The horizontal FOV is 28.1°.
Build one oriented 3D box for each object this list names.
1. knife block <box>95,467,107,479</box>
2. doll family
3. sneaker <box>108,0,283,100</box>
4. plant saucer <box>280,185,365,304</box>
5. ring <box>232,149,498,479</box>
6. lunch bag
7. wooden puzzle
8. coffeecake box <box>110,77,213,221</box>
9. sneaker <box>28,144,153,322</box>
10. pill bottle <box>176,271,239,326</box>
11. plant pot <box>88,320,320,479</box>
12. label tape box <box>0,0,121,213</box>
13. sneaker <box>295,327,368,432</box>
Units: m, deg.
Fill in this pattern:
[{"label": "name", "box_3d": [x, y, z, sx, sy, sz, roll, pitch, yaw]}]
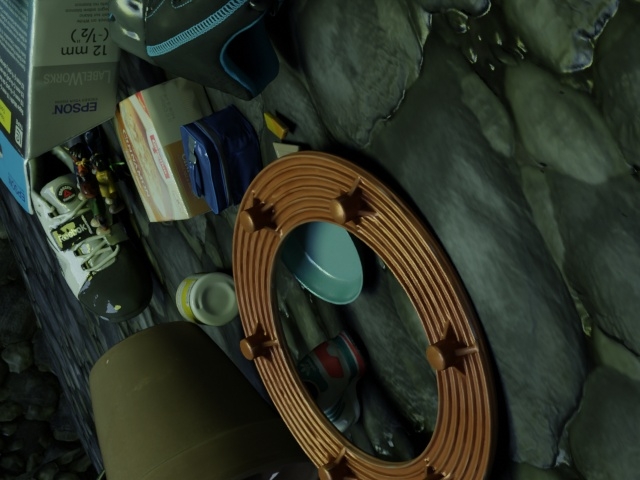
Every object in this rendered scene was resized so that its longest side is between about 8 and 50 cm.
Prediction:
[{"label": "knife block", "box_3d": [-0.213, 0.274, 1.717, 0.276, 0.242, 0.088, 30, 139, 61]}, {"label": "doll family", "box_3d": [-0.323, -0.106, 1.828, 0.193, 0.076, 0.111, 56, 164, 37]}, {"label": "sneaker", "box_3d": [-0.073, -0.246, 0.961, 0.140, 0.125, 0.341, 32, 149, 13]}, {"label": "plant saucer", "box_3d": [0.000, 0.000, 1.116, 0.119, 0.021, 0.119, 34, 143, 30]}, {"label": "ring", "box_3d": [0.019, 0.089, 1.071, 0.337, 0.032, 0.336, 33, 134, 42]}, {"label": "lunch bag", "box_3d": [-0.100, -0.076, 1.265, 0.067, 0.065, 0.098, 48, 153, 44]}, {"label": "wooden puzzle", "box_3d": [-0.019, -0.057, 1.149, 0.078, 0.014, 0.116, 36, 145, 63]}, {"label": "coffeecake box", "box_3d": [-0.162, -0.098, 1.403, 0.185, 0.068, 0.142, -2, 109, 70]}, {"label": "sneaker", "box_3d": [-0.367, -0.023, 1.926, 0.330, 0.122, 0.146, 55, 175, 27]}, {"label": "pill bottle", "box_3d": [-0.138, 0.070, 1.546, 0.065, 0.065, 0.116, 68, 162, -6]}, {"label": "plant pot", "box_3d": [-0.158, 0.227, 1.493, 0.229, 0.263, 0.263, 60, 161, 24]}, {"label": "label tape box", "box_3d": [-0.320, -0.242, 1.448, 0.249, 0.115, 0.347, 45, 136, 46]}, {"label": "sneaker", "box_3d": [-0.001, 0.148, 1.248, 0.057, 0.075, 0.161, 57, 159, 27]}]
